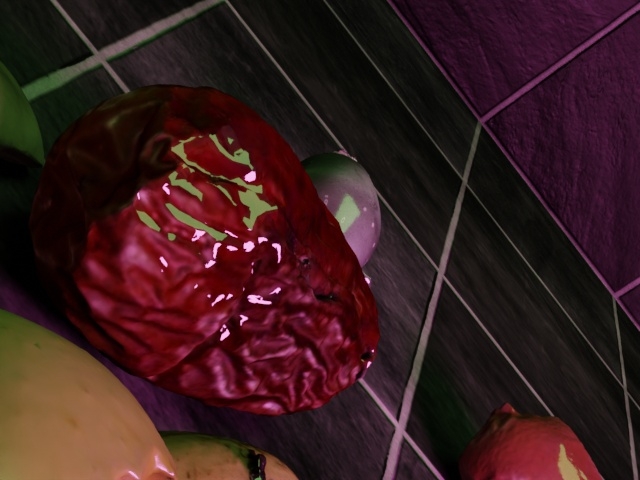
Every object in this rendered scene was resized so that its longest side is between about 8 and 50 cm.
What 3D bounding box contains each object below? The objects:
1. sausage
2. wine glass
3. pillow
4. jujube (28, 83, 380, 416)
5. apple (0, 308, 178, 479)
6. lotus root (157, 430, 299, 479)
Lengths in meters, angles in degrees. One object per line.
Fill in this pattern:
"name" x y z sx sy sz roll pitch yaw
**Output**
"sausage" 0.245 0.296 1.339 0.254 0.148 0.148 60 20 13
"wine glass" 0.000 0.000 1.291 0.126 0.126 0.241 48 20 -16
"pillow" -0.265 -0.115 0.920 0.119 0.053 0.208 54 1 8
"jujube" -0.075 0.020 0.980 0.342 0.216 0.216 42 22 -46
"apple" -0.170 0.149 0.444 0.279 0.279 0.279 46 21 -23
"lotus root" -0.090 0.178 0.729 0.257 0.154 0.140 22 43 -51
